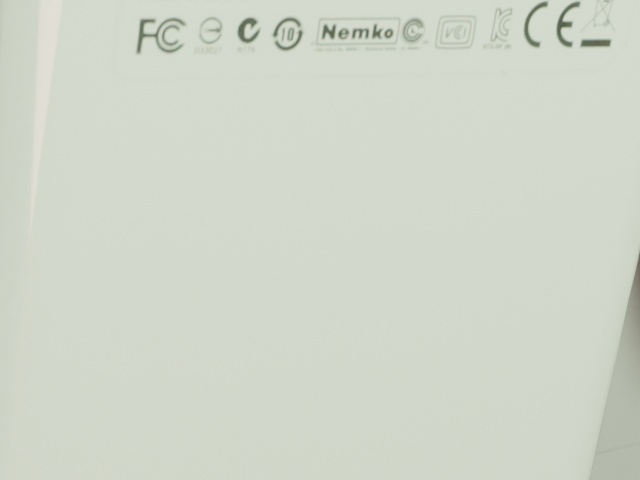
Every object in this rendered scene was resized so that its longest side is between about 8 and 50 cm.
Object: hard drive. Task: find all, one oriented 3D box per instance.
[{"bbox_3d":[0.000,0.000,0.467,0.203,0.040,0.307,-4,114,-33],"label":"hard drive"}]
